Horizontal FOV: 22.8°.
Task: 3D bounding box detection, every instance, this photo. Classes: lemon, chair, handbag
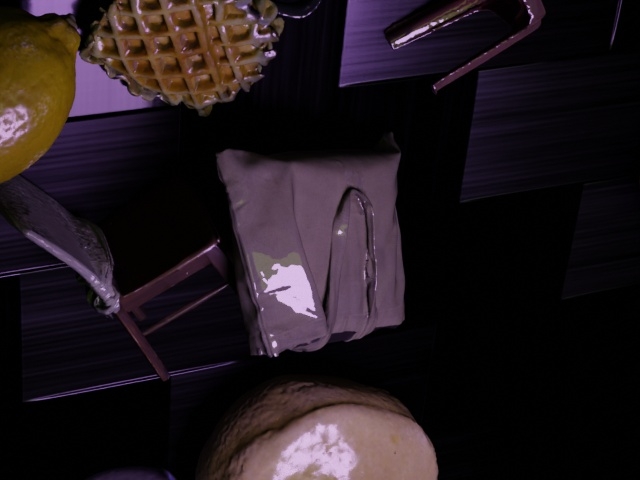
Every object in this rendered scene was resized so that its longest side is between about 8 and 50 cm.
[{"bbox_3d":[-0.355,-0.154,1.666,0.248,0.184,0.184,-31,131,-10],"label":"lemon"},{"bbox_3d":[0.220,-0.345,1.848,0.326,0.175,0.183,-26,123,-3],"label":"chair"},{"bbox_3d":[0.003,0.003,1.914,0.316,0.109,0.253,-10,97,-53],"label":"handbag"},{"bbox_3d":[-0.220,0.000,1.866,0.186,0.160,0.319,-32,132,3],"label":"chair"}]

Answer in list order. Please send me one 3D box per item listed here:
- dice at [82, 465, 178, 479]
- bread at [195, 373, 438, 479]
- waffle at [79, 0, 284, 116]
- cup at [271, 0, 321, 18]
[{"bbox_3d":[-0.249,0.467,2.115,0.251,0.243,0.259,-32,128,-6],"label":"dice"},{"bbox_3d":[-0.012,0.322,2.153,0.320,0.237,0.321,-13,114,-30],"label":"bread"},{"bbox_3d":[-0.152,-0.223,1.768,0.208,0.054,0.214,25,136,-29],"label":"waffle"},{"bbox_3d":[-0.024,-0.336,1.735,0.176,0.169,0.223,5,134,-25],"label":"cup"}]
